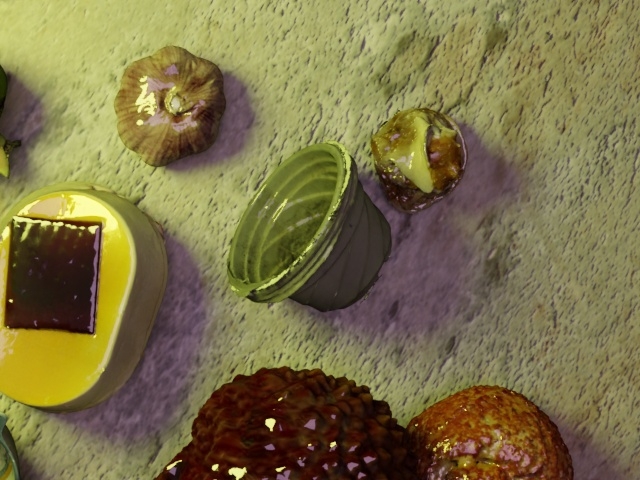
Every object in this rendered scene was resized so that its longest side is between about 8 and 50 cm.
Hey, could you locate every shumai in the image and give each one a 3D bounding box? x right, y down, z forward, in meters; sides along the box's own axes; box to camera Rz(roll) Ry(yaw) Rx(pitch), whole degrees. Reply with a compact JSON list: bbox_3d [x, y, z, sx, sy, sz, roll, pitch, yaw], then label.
[{"bbox_3d":[0.137,-0.114,1.516,0.146,0.116,0.145,0,88,-4],"label":"shumai"}]

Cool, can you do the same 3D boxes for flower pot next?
[{"bbox_3d":[0.000,0.000,1.465,0.141,0.235,0.235,34,85,-25],"label":"flower pot"}]

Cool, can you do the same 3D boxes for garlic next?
[{"bbox_3d":[-0.194,-0.177,1.491,0.147,0.102,0.159,40,84,-2],"label":"garlic"}]

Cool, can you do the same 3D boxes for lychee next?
[{"bbox_3d":[-0.043,0.306,1.396,0.331,0.306,0.306,9,87,-6],"label":"lychee"}]

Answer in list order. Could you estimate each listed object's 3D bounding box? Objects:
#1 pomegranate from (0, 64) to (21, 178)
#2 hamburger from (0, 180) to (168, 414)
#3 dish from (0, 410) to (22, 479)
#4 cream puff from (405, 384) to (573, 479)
[{"bbox_3d":[-0.445,-0.162,1.444,0.131,0.152,0.191,-27,105,-5],"label":"pomegranate"},{"bbox_3d":[-0.320,0.072,1.450,0.227,0.151,0.295,19,91,1],"label":"hamburger"},{"bbox_3d":[-0.459,0.257,1.441,0.228,0.086,0.236,13,124,-9],"label":"dish"},{"bbox_3d":[0.214,0.308,1.493,0.240,0.164,0.240,0,93,-3],"label":"cream puff"}]
